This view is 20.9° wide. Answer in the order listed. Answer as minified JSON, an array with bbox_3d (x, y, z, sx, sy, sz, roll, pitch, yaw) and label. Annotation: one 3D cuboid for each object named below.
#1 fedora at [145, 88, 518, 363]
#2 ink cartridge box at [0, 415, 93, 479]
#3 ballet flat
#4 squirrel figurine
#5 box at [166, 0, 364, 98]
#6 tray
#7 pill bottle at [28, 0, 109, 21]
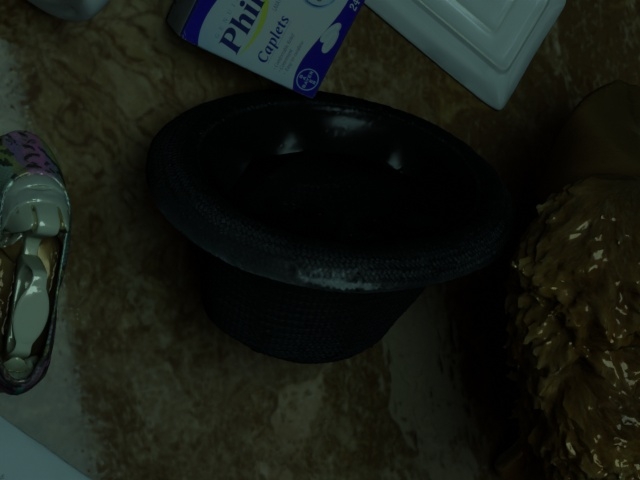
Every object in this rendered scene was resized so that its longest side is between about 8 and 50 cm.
[{"bbox_3d":[0.000,0.000,1.483,0.334,0.334,0.152,1,123,-25],"label":"fedora"},{"bbox_3d":[-0.369,0.216,1.279,0.330,0.071,0.324,35,44,-6],"label":"ink cartridge box"},{"bbox_3d":[-0.239,0.017,1.431,0.077,0.079,0.221,5,85,-24],"label":"ballet flat"},{"bbox_3d":[0.258,0.108,1.524,0.397,0.281,0.370,-30,142,-55],"label":"squirrel figurine"},{"bbox_3d":[-0.044,-0.211,1.511,0.137,0.072,0.126,23,105,-22],"label":"box"},{"bbox_3d":[0.111,-0.258,1.635,0.270,0.030,0.145,37,72,-19],"label":"tray"},{"bbox_3d":[-0.165,-0.327,1.443,0.152,0.152,0.272,44,71,-17],"label":"pill bottle"}]
